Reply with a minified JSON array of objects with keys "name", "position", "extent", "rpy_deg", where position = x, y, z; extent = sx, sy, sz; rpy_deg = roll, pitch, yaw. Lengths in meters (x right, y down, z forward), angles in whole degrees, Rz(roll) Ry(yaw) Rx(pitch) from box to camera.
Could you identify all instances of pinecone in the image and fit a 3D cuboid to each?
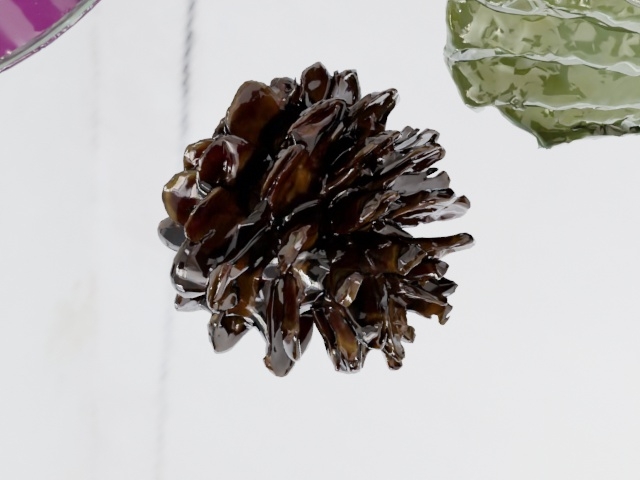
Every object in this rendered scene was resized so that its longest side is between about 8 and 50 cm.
[{"name":"pinecone","position":[0.001,-0.002,0.796],"extent":[0.140,0.121,0.140],"rpy_deg":[-38,-31,-27]}]

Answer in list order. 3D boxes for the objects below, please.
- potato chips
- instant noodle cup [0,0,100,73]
[{"name":"potato chips","position":[0.270,-0.105,0.857],"extent":[0.389,0.373,0.097],"rpy_deg":[-6,-88,-35]},{"name":"instant noodle cup","position":[-0.257,-0.250,1.225],"extent":[0.251,0.251,0.190],"rpy_deg":[-56,-46,-20]}]
